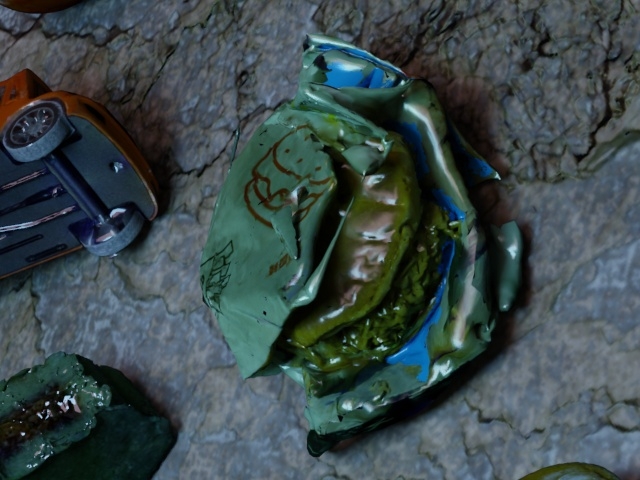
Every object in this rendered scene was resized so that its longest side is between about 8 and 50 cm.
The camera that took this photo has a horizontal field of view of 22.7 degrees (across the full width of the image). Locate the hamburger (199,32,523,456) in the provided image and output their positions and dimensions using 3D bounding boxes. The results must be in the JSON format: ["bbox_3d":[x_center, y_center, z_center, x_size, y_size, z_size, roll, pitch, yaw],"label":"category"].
[{"bbox_3d":[0.003,-0.001,1.145,0.260,0.150,0.276,-50,51,16],"label":"hamburger"}]

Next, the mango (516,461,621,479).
[{"bbox_3d":[0.116,0.284,0.952,0.193,0.146,0.316,0,67,31],"label":"mango"}]

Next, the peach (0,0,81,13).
[{"bbox_3d":[-0.263,-0.306,1.444,0.197,0.197,0.197,-15,65,35],"label":"peach"}]

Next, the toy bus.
[{"bbox_3d":[-0.304,-0.044,1.387,0.329,0.143,0.153,-20,41,18],"label":"toy bus"}]

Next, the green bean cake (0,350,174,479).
[{"bbox_3d":[-0.245,0.176,1.257,0.208,0.193,0.107,-51,44,11],"label":"green bean cake"}]
